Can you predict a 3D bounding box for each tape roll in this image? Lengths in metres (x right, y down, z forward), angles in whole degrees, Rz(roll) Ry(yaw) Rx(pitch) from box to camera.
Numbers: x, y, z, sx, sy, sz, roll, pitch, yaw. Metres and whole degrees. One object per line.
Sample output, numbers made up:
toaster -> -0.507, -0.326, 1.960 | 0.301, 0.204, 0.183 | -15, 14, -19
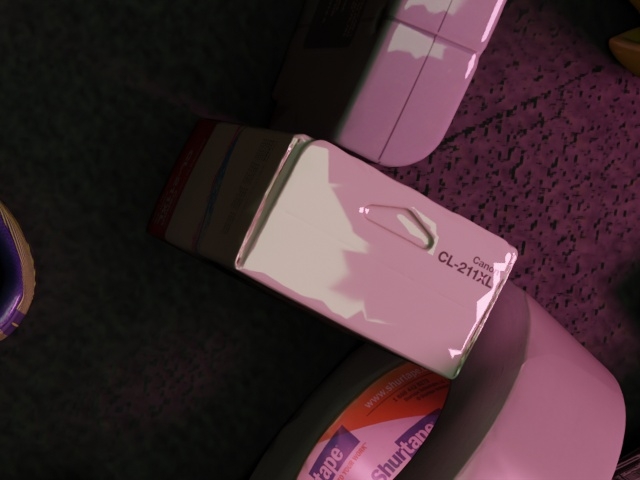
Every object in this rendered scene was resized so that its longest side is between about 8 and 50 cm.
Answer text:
tape roll -> 0.047, 0.122, 0.984 | 0.072, 0.219, 0.219 | 43, 82, -18

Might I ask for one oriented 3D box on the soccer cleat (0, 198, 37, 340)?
soccer cleat -> -0.249, -0.052, 0.920 | 0.289, 0.121, 0.093 | 40, 84, -17

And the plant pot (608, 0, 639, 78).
plant pot -> 0.265, -0.185, 1.024 | 0.227, 0.228, 0.207 | -19, 107, -16

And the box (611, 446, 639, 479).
box -> 0.341, 0.160, 1.111 | 0.307, 0.076, 0.242 | -34, 110, 4

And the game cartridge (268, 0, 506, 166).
game cartridge -> 0.061, -0.179, 0.967 | 0.062, 0.198, 0.297 | 21, 90, -19

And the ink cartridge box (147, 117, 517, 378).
ink cartridge box -> 0.000, 0.000, 0.978 | 0.127, 0.175, 0.072 | 28, 87, -18
